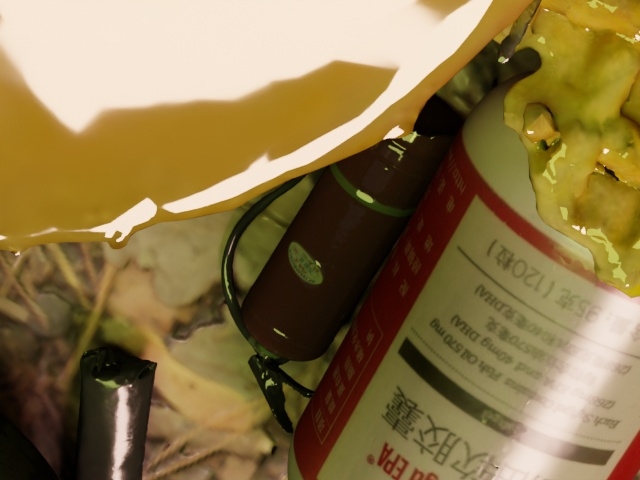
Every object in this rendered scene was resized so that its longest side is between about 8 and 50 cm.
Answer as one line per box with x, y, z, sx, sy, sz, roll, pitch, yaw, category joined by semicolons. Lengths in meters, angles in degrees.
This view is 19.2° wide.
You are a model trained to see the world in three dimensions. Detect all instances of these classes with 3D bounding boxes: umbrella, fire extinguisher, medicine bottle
-0.099;0.112;0.890;0.036;0.031;0.133;26;120;35;umbrella
0.000;0.000;0.816;0.078;0.045;0.157;46;120;27;fire extinguisher
0.070;0.063;0.769;0.131;0.131;0.250;30;115;3;medicine bottle

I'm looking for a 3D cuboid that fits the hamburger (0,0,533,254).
-0.094;-0.213;0.601;0.395;0.277;0.396;-4;129;-5;hamburger

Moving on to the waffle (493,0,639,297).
0.186;-0.105;0.656;0.280;0.060;0.262;-16;88;-7;waffle

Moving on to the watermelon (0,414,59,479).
-0.204;0.160;0.843;0.212;0.212;0.212;5;112;14;watermelon
